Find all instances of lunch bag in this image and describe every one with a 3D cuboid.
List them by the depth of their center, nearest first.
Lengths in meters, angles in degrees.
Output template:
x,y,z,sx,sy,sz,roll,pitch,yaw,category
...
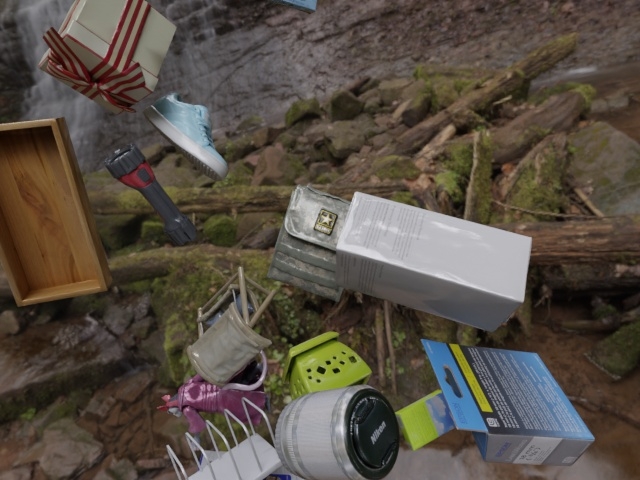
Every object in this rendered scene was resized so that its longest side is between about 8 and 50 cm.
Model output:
x,y,z,sx,sy,sz,roll,pitch,yaw,category
0.000,0.000,1.278,0.235,0.287,0.169,20,24,1,lunch bag

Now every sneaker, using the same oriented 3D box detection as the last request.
x,y,z,sx,sy,sz,roll,pitch,yaw,category
-0.362,-0.319,1.266,0.150,0.135,0.366,-45,68,-8,sneaker

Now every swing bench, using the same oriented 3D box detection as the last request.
x,y,z,sx,sy,sz,roll,pitch,yaw,category
-0.279,0.269,1.377,0.253,0.165,0.255,-44,23,24,swing bench

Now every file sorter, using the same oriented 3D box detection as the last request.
x,y,z,sx,sy,sz,roll,pitch,yaw,category
-0.287,0.627,1.303,0.277,0.173,0.192,-24,14,-31,file sorter

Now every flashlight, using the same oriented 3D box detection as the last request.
x,y,z,sx,sy,sz,roll,pitch,yaw,category
-0.469,-0.120,1.240,0.103,0.304,0.103,-22,36,8,flashlight

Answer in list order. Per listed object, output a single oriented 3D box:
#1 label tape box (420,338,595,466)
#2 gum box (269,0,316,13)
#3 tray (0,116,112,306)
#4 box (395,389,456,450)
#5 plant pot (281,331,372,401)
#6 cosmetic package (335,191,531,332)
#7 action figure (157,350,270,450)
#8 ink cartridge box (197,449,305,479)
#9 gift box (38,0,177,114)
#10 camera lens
x,y,z,sx,sy,sz,roll,pitch,yaw,category
0.389,0.361,0.997,0.333,0.106,0.241,10,31,-14,label tape box
-0.075,-0.679,1.083,0.156,0.185,0.041,4,12,-25,gum box
-0.648,-0.062,1.023,0.202,0.412,0.076,-10,20,-10,tray
0.312,0.506,1.260,0.178,0.109,0.042,-19,-7,-19,box
0.003,0.449,1.466,0.227,0.228,0.207,-18,54,-30,plant pot
0.223,0.051,0.938,0.364,0.197,0.155,16,62,8,cosmetic package
-0.352,0.529,1.462,0.369,0.276,0.248,-3,53,-11,action figure
-0.214,0.775,1.435,0.370,0.069,0.176,9,12,-7,ink cartridge box
-0.556,-0.505,1.150,0.276,0.255,0.259,-8,63,48,gift box
0.044,0.490,1.116,0.274,0.220,0.219,-26,15,42,camera lens
